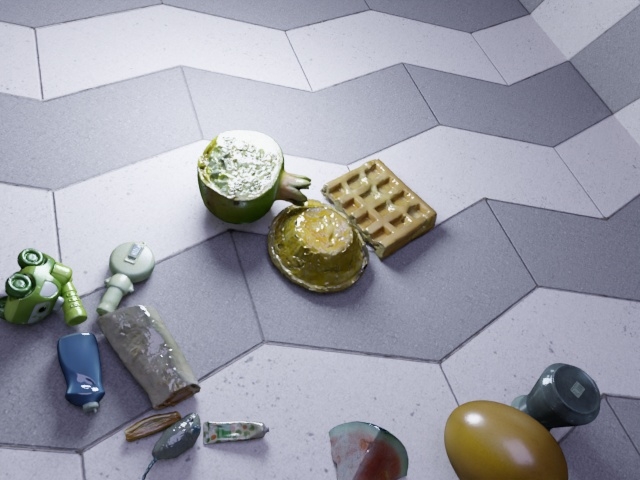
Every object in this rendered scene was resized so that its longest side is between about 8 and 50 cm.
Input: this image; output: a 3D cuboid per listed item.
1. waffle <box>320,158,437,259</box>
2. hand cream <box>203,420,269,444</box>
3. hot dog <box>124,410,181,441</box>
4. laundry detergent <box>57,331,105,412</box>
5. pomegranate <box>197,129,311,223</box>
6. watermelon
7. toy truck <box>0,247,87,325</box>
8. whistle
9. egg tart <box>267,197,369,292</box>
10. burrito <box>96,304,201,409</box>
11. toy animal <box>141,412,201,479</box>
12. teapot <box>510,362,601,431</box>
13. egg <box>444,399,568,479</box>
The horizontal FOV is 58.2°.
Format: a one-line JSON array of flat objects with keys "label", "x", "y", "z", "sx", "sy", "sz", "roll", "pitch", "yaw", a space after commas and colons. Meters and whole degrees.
[{"label": "waffle", "x": 0.205, "y": -0.126, "z": 1.992, "sx": 0.304, "sy": 0.078, "sz": 0.348, "roll": -31, "pitch": 68, "yaw": -34}, {"label": "hand cream", "x": -0.211, "y": 0.478, "z": 1.441, "sx": 0.164, "sy": 0.037, "sz": 0.057, "roll": 0, "pitch": 54, "yaw": -10}, {"label": "hot dog", "x": -0.408, "y": 0.448, "z": 1.400, "sx": 0.136, "sy": 0.028, "sz": 0.044, "roll": -17, "pitch": 87, "yaw": -25}, {"label": "laundry detergent", "x": -0.584, "y": 0.330, "z": 1.414, "sx": 0.096, "sy": 0.061, "sz": 0.206, "roll": -7, "pitch": 57, "yaw": -31}, {"label": "pomegranate", "x": -0.212, "y": -0.174, "z": 1.809, "sx": 0.358, "sy": 0.216, "sz": 0.310, "roll": 17, "pitch": 54, "yaw": -7}, {"label": "watermelon", "x": 0.120, "y": 0.561, "z": 1.471, "sx": 0.202, "sy": 0.136, "sz": 0.207, "roll": -45, "pitch": 105, "yaw": 0}, {"label": "toy truck", "x": -0.712, "y": 0.126, "z": 1.486, "sx": 0.210, "sy": 0.148, "sz": 0.187, "roll": 11, "pitch": 45, "yaw": -35}, {"label": "whistle", "x": -0.545, "y": 0.096, "z": 1.600, "sx": 0.125, "sy": 0.067, "sz": 0.258, "roll": 19, "pitch": 53, "yaw": -1}, {"label": "egg tart", "x": 0.001, "y": 0.001, "z": 1.792, "sx": 0.340, "sy": 0.132, "sz": 0.342, "roll": 8, "pitch": 55, "yaw": -11}, {"label": "burrito", "x": -0.434, "y": 0.284, "z": 1.469, "sx": 0.143, "sy": 0.105, "sz": 0.299, "roll": -31, "pitch": 69, "yaw": -29}, {"label": "toy animal", "x": -0.363, "y": 0.509, "z": 1.344, "sx": 0.079, "sy": 0.070, "sz": 0.253, "roll": 24, "pitch": 52, "yaw": 12}, {"label": "teapot", "x": 0.656, "y": 0.447, "z": 1.605, "sx": 0.203, "sy": 0.225, "sz": 0.171, "roll": -25, "pitch": 67, "yaw": -32}, {"label": "egg", "x": 0.461, "y": 0.547, "z": 1.453, "sx": 0.322, "sy": 0.250, "sz": 0.250, "roll": 38, "pitch": 52, "yaw": 24}]
